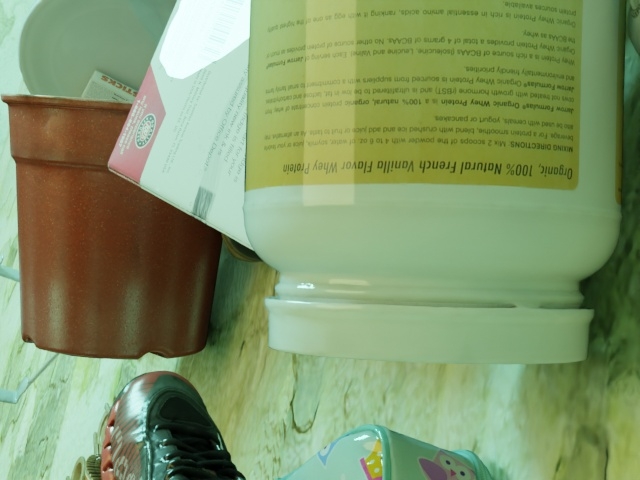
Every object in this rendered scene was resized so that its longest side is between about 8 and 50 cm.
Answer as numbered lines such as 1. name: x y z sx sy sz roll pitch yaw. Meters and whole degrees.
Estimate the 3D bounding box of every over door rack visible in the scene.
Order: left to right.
1. over door rack: -0.311 0.057 1.656 0.324 0.108 0.239 -34 41 26

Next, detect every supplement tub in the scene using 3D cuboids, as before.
1. supplement tub: 0.068 -0.088 0.746 0.228 0.228 0.316 178 94 -66

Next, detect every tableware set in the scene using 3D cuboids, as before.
1. tableware set: -0.296 0.303 1.599 0.168 0.020 0.141 -63 25 21

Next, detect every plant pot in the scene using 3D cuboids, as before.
1. plant pot: -0.216 -0.017 1.340 0.272 0.272 0.265 -164 78 -67

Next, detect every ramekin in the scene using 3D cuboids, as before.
1. ramekin: -0.222 -0.241 1.523 0.273 0.273 0.127 -53 17 39

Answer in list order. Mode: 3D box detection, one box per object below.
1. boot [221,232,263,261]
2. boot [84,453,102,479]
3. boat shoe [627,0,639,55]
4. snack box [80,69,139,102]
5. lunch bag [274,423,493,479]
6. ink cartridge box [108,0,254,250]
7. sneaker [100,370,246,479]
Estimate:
1. boot: -0.053 -0.127 1.257 0.115 0.112 0.305 164 119 -75
2. boot: -0.253 0.317 1.449 0.158 0.059 0.084 -121 47 -59
3. boat shoe: 0.250 -0.254 0.644 0.156 0.136 0.367 -122 44 -65
4. snack box: -0.208 -0.140 1.507 0.064 0.178 0.022 -53 16 38
5. lunch bag: 0.011 0.269 0.820 0.279 0.108 0.224 -47 35 46
6. ink cartridge box: -0.034 -0.099 1.047 0.283 0.117 0.207 28 94 47
7. sneaker: -0.084 0.181 0.828 0.135 0.098 0.276 -57 31 33
